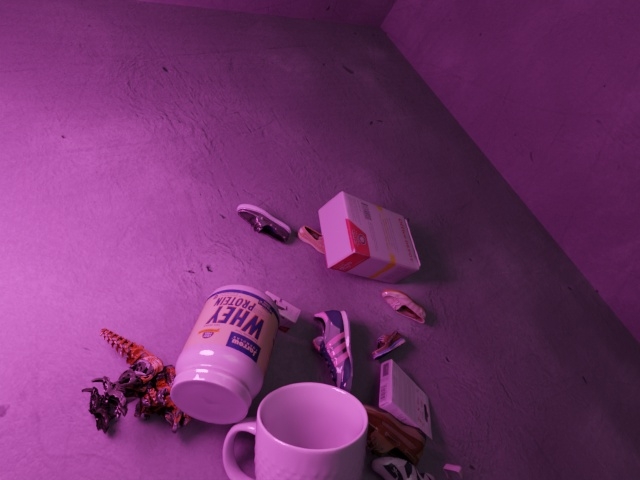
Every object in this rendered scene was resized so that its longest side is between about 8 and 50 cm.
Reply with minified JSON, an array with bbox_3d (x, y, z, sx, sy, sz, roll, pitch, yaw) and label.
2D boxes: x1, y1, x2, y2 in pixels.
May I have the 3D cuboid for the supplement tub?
[{"bbox_3d":[-0.256,0.308,1.149,0.236,0.235,0.324,28,36,-12],"label":"supplement tub"}]

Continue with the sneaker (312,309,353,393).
[{"bbox_3d":[0.037,0.390,1.410,0.131,0.112,0.318,4,53,-10],"label":"sneaker"}]

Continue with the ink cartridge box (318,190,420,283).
[{"bbox_3d":[0.200,0.000,1.687,0.385,0.160,0.279,16,51,-36],"label":"ink cartridge box"}]

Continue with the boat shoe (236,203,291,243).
[{"bbox_3d":[-0.221,-0.057,1.578,0.229,0.080,0.076,31,46,-19],"label":"boat shoe"}]

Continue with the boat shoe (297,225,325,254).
[{"bbox_3d":[0.000,0.000,1.670,0.190,0.072,0.068,26,48,-14],"label":"boat shoe"}]

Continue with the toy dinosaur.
[{"bbox_3d":[-0.482,0.378,1.088,0.322,0.164,0.218,32,30,17],"label":"toy dinosaur"}]

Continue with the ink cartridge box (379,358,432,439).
[{"bbox_3d":[0.297,0.563,1.447,0.232,0.066,0.189,50,26,-19],"label":"ink cartridge box"}]

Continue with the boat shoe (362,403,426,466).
[{"bbox_3d":[0.199,0.624,1.318,0.324,0.122,0.119,29,53,-10],"label":"boat shoe"}]

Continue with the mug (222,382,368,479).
[{"bbox_3d":[-0.077,0.577,1.063,0.375,0.327,0.276,7,12,13],"label":"mug"}]

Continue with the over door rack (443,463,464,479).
[{"bbox_3d":[0.353,0.853,1.206,0.240,0.108,0.324,-29,107,-41],"label":"over door rack"}]

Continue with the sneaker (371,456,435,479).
[{"bbox_3d":[0.254,0.774,1.259,0.235,0.094,0.153,36,38,-18],"label":"sneaker"}]

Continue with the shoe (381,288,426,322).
[{"bbox_3d":[0.345,0.268,1.688,0.219,0.076,0.058,30,43,-12],"label":"shoe"}]

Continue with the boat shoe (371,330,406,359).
[{"bbox_3d":[0.245,0.392,1.554,0.183,0.066,0.066,-12,60,-48],"label":"boat shoe"}]

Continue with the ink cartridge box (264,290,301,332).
[{"bbox_3d":[-0.150,0.241,1.388,0.135,0.099,0.056,31,49,-8],"label":"ink cartridge box"}]
